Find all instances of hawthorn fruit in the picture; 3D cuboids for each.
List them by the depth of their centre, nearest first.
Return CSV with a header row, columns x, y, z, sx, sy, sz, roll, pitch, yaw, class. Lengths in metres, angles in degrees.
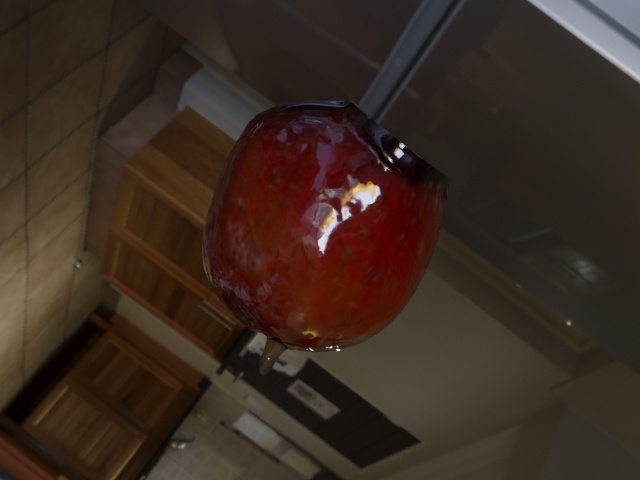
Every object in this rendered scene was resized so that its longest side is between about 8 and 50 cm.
x,y,z,sx,sy,sz,roll,pitch,yaw,class
0.000,0.000,0.587,0.215,0.215,0.250,37,69,-90,hawthorn fruit
